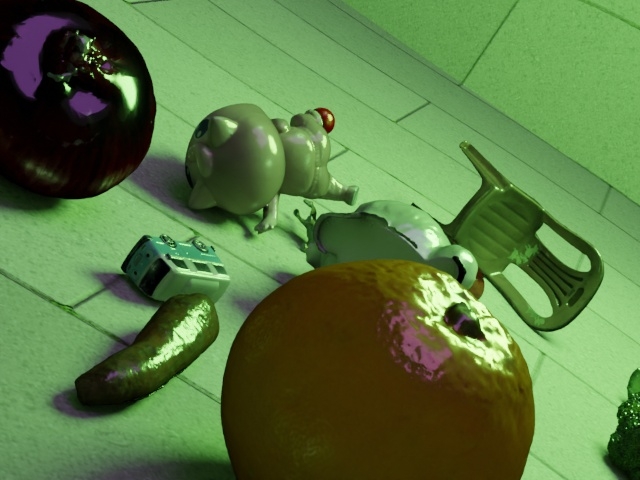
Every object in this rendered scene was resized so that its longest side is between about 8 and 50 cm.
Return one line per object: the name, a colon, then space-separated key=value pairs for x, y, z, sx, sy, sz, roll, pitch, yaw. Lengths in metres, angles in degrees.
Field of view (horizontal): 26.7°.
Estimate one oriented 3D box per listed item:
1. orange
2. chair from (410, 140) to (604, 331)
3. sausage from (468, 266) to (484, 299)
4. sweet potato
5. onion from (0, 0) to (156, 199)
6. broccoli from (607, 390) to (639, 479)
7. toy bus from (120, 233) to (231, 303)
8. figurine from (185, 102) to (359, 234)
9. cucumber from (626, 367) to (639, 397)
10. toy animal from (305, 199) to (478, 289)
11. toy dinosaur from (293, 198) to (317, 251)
orange: x=0.054 y=0.166 z=1.298 sx=0.312 sy=0.312 sz=0.312 roll=30 pitch=19 yaw=-11
chair: x=0.322 y=-0.003 z=2.331 sx=0.183 sy=0.176 sz=0.326 roll=32 pitch=11 yaw=-32
sausage: x=0.236 y=0.070 z=2.188 sx=0.059 sy=0.054 sz=0.094 roll=31 pitch=19 yaw=-7
sweet potato: x=-0.170 y=0.117 z=1.409 sx=0.075 sy=0.075 sz=0.273 roll=35 pitch=23 yaw=5
onion: x=-0.311 y=-0.189 z=1.618 sx=0.273 sy=0.285 sz=0.273 roll=14 pitch=61 yaw=-26
broccoli: x=0.499 y=0.299 z=1.958 sx=0.162 sy=0.146 sz=0.138 roll=21 pitch=-18 yaw=18
toy bus: x=-0.168 y=0.039 z=1.607 sx=0.123 sy=0.060 sz=0.075 roll=11 pitch=32 yaw=-52
figurine: x=-0.081 y=-0.114 z=1.963 sx=0.287 sy=0.176 sz=0.186 roll=-9 pitch=23 yaw=-38
cucumber: x=0.567 y=0.273 z=2.221 sx=0.115 sy=0.062 sz=0.116 roll=12 pitch=35 yaw=-43
toy animal: x=0.112 y=0.041 z=1.874 sx=0.257 sy=0.194 sz=0.357 roll=15 pitch=6 yaw=18
toy dinosaur: x=-0.010 y=-0.007 z=1.999 sx=0.058 sy=0.037 sz=0.180 roll=27 pitch=38 yaw=-38
